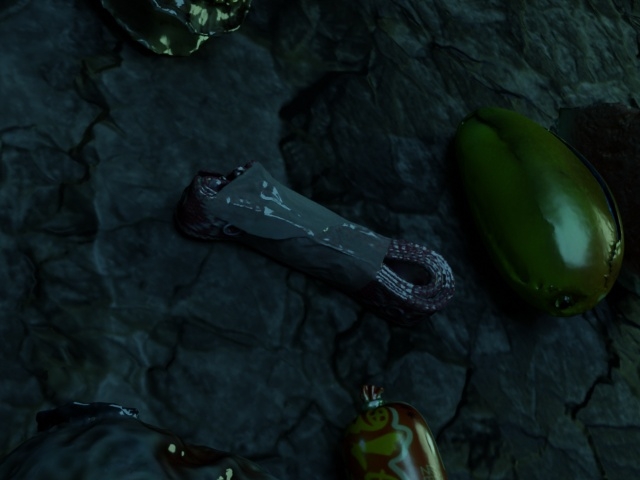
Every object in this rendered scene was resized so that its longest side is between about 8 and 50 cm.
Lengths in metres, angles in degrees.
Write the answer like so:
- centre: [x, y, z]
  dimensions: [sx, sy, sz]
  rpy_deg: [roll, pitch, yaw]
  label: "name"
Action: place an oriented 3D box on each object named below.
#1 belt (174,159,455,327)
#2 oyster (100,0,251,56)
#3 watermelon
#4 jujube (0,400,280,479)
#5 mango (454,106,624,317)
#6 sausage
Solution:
- centre: [0.000, 0.000, 0.782]
  dimensions: [0.232, 0.053, 0.071]
  rpy_deg: [24, 59, -17]
  label: "belt"
- centre: [-0.104, -0.320, 0.869]
  dimensions: [0.162, 0.158, 0.351]
  rpy_deg: [47, 52, -45]
  label: "oyster"
- centre: [0.299, -0.042, 0.938]
  dimensions: [0.136, 0.202, 0.207]
  rpy_deg: [-3, 52, 11]
  label: "watermelon"
- centre: [-0.101, 0.244, 0.456]
  dimensions: [0.226, 0.226, 0.317]
  rpy_deg: [14, 56, -24]
  label: "jujube"
- centre: [0.195, -0.036, 0.892]
  dimensions: [0.125, 0.111, 0.233]
  rpy_deg: [18, 39, -38]
  label: "mango"
- centre: [0.069, 0.221, 0.672]
  dimensions: [0.083, 0.083, 0.264]
  rpy_deg: [0, 60, -32]
  label: "sausage"
